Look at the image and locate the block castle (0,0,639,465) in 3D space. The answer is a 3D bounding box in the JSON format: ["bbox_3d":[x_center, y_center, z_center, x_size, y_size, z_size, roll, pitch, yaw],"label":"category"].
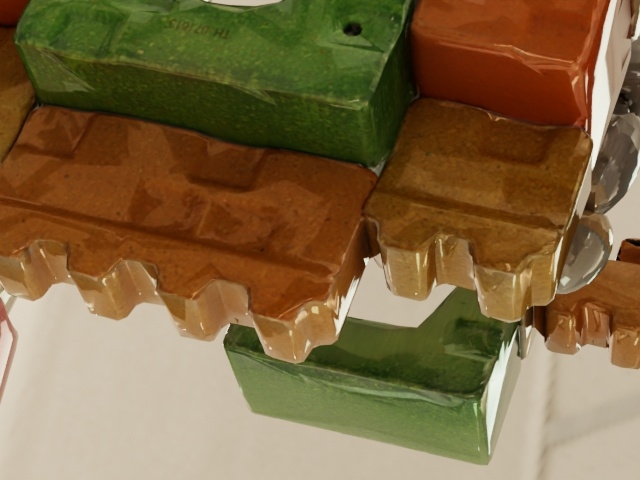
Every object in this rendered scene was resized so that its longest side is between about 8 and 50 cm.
[{"bbox_3d":[0.000,0.000,0.664,0.453,0.303,0.213,12,-124,17],"label":"block castle"}]
